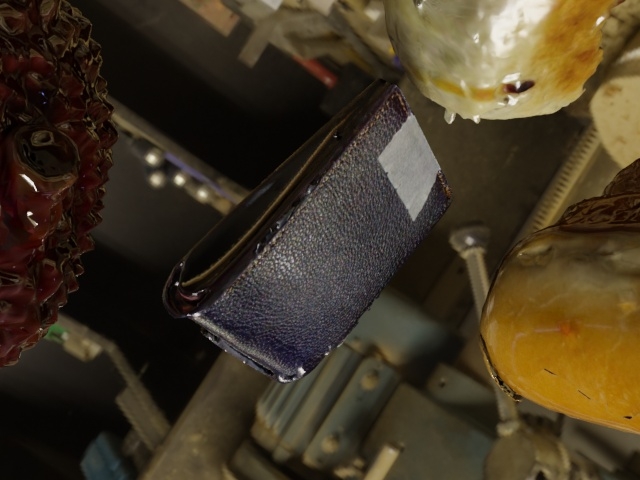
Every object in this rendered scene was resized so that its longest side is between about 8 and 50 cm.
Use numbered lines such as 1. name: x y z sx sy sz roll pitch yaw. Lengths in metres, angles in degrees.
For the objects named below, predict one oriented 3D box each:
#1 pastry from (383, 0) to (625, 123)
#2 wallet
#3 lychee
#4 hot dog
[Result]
1. pastry: 0.136 -0.236 0.832 0.237 0.170 0.256 50 152 27
2. wallet: 0.000 0.000 0.840 0.071 0.262 0.221 44 178 33
3. lychee: -0.267 -0.053 0.533 0.330 0.306 0.306 15 169 25
4. hot dog: 0.206 0.026 0.277 0.348 0.158 0.117 -1 113 55
